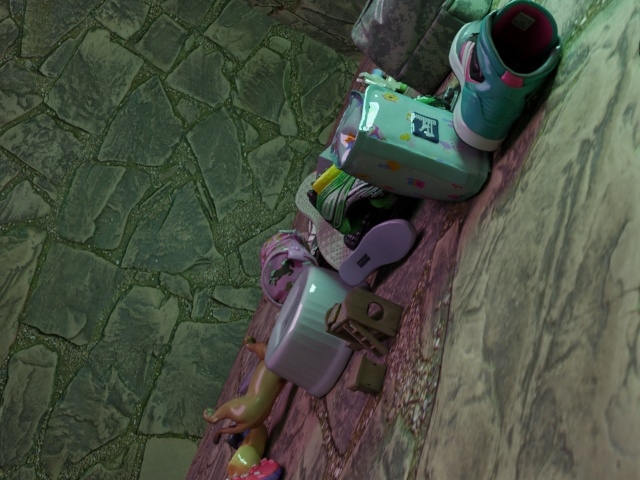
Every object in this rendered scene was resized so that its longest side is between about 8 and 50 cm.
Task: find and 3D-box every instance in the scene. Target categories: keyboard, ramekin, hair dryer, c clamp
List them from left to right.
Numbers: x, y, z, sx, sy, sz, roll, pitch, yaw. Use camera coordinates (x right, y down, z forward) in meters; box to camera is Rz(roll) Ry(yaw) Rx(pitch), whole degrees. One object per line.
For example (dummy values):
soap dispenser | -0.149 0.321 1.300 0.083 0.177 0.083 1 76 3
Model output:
ramekin | -0.015 0.188 1.287 0.277 0.135 0.277 -66 9 0
hair dryer | 0.027 0.078 1.644 0.293 0.080 0.223 114 166 -64
keyboard | 0.155 -0.112 1.261 0.201 0.033 0.317 28 93 60
c clamp | 0.266 -0.275 1.278 0.137 0.022 0.160 -28 38 66

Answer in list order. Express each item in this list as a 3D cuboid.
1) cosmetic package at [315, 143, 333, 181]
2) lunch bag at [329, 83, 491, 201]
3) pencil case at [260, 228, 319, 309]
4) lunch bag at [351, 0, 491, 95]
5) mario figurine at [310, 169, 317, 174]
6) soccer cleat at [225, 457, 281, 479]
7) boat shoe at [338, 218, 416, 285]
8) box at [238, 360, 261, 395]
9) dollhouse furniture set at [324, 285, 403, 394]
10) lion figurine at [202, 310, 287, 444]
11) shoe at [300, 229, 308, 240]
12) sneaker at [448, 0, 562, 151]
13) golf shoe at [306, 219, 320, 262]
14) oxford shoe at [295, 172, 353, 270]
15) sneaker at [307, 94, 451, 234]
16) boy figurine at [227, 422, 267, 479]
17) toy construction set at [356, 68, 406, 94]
cosmetic package | 0.100 -0.197 1.426 0.238 0.127 0.107 -47 -25 -44
lunch bag | 0.142 -0.154 0.988 0.262 0.223 0.160 -108 38 -76
pencil case | -0.090 0.071 1.640 0.160 0.167 0.386 -25 10 -1
lunch bag | 0.236 -0.547 1.428 0.305 0.256 0.212 -52 16 56
mario figurine | 0.096 -0.211 1.934 0.320 0.198 0.170 -44 63 48
soccer cleat | -0.150 0.558 1.319 0.083 0.095 0.248 -24 -11 -49
boat shoe | 0.122 0.017 1.168 0.076 0.080 0.228 -36 -9 -41
box | -0.189 0.438 1.891 0.324 0.067 0.063 -53 14 58
dollhouse furniture set | 0.043 0.191 1.034 0.182 0.101 0.161 -51 17 60
lion figurine | -0.144 0.360 1.505 0.240 0.142 0.392 2 66 57
shoe | -0.044 0.002 2.203 0.058 0.077 0.219 -63 9 -20
sneaker | 0.275 -0.296 0.902 0.178 0.124 0.295 117 165 -50
golf shoe | 0.000 0.000 1.956 0.272 0.105 0.120 -64 29 20
oxford shoe | 0.059 -0.047 1.506 0.169 0.130 0.449 -54 29 11
sneaker | 0.137 -0.147 1.192 0.343 0.146 0.134 -46 -27 20
boy figurine | -0.195 0.552 1.520 0.177 0.092 0.285 -63 5 -2
toy construction set | 0.246 -0.569 1.864 0.327 0.151 0.215 -55 8 -4
